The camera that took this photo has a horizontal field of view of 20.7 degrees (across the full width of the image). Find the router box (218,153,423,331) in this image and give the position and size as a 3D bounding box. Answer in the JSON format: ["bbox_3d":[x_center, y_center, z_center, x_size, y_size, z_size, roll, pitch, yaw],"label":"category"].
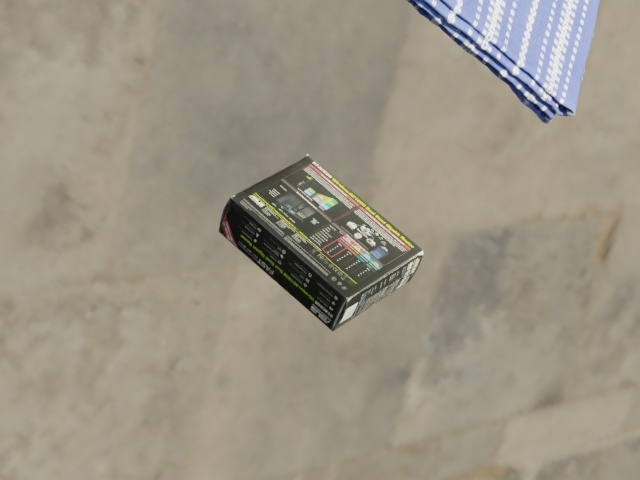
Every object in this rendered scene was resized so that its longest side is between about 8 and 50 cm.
[{"bbox_3d":[0.000,0.000,1.282,0.092,0.122,0.038,-31,154,-42],"label":"router box"}]

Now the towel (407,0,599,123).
[{"bbox_3d":[0.089,-0.260,1.217,0.336,0.040,0.243,34,61,-37],"label":"towel"}]
